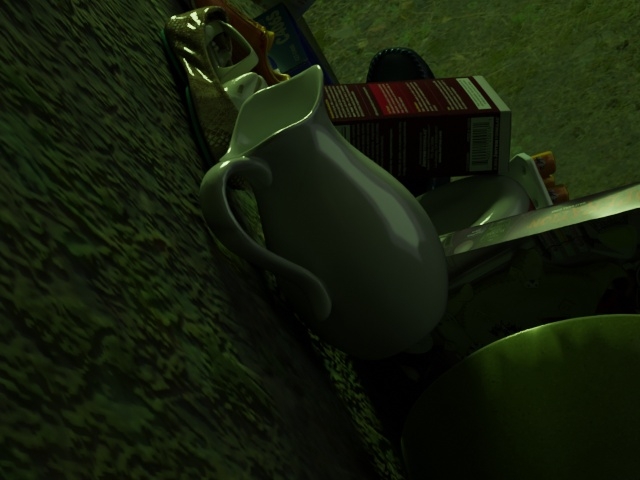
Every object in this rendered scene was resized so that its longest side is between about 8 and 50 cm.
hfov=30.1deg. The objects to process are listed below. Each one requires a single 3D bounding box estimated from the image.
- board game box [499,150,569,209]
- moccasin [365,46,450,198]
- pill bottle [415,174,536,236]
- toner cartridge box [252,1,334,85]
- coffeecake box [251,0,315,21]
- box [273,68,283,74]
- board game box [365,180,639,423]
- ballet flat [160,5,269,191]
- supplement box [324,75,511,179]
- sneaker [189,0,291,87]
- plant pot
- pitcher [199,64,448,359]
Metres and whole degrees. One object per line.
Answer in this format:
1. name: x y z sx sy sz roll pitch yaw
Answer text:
1. board game box: 0.271 0.128 1.523 0.390 0.050 0.390 68 -22 12
2. moccasin: 0.114 -0.088 1.547 0.117 0.137 0.342 5 76 -69
3. pill bottle: 0.196 0.130 1.262 0.363 0.210 0.210 59 7 -17
4. toner cartridge box: 0.013 -0.153 1.678 0.348 0.075 0.165 54 9 -39
5. coffeecake box: -0.061 -0.376 1.603 0.142 0.068 0.185 30 -12 -11
6. box: -0.030 -0.127 1.409 0.109 0.042 0.178 56 9 -34
7. board game box: 0.183 0.078 1.012 0.208 0.346 0.056 54 44 -20
8. ballet flat: -0.078 -0.127 0.968 0.073 0.067 0.206 53 11 -52
9. supplement box: 0.068 -0.116 1.248 0.130 0.239 0.073 -104 -168 -65
10. sneaker: -0.091 -0.228 1.292 0.175 0.067 0.064 54 11 -28
11. plant pot: 0.208 0.249 0.820 0.275 0.274 0.294 53 22 -43
12. pitcher: 0.000 0.000 0.876 0.207 0.125 0.178 57 39 -19
